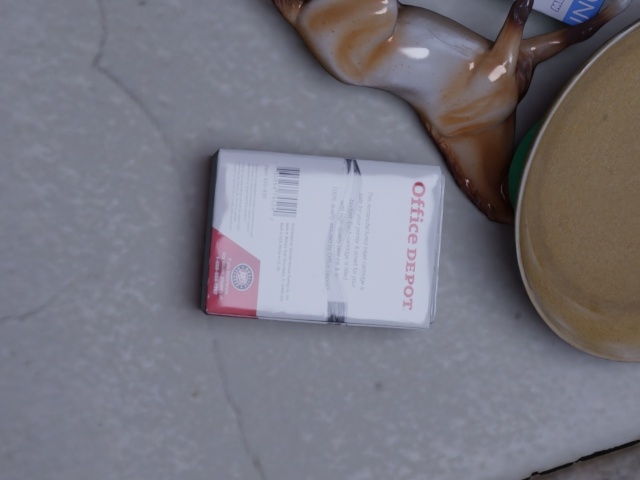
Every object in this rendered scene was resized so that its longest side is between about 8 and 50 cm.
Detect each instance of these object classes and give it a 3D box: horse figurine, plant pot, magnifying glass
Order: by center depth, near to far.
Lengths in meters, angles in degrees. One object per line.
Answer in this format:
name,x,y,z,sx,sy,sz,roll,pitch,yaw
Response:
horse figurine,0.065,-0.130,0.965,0.263,0.066,0.174,28,119,-15
plant pot,0.212,-0.038,0.969,0.236,0.032,0.236,-11,119,-21
magnifying glass,0.219,-0.046,1.000,0.231,0.026,0.092,-6,117,-25

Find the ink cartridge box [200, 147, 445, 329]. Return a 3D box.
ink cartridge box,0.000,0.000,0.979,0.135,0.056,0.099,5,88,-8

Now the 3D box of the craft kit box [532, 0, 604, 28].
craft kit box,0.097,-0.275,0.935,0.247,0.061,0.250,21,122,-10
